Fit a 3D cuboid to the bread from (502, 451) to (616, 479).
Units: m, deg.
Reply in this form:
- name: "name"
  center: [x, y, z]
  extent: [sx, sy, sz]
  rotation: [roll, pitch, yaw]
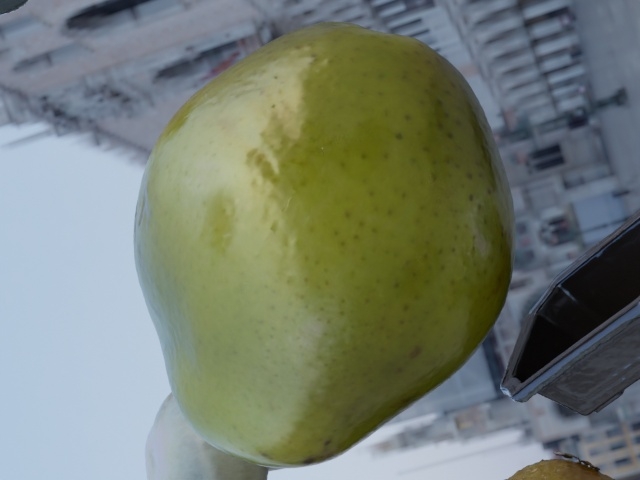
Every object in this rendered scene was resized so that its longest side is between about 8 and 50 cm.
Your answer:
- name: "bread"
  center: [0.308, 0.454, 1.606]
  extent: [0.215, 0.398, 0.398]
  rotation: [-36, -66, -38]

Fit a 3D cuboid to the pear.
- name: "pear"
  center: [0.000, 0.000, 1.289]
  extent: [0.362, 0.362, 0.418]
  rotation: [18, -92, -76]

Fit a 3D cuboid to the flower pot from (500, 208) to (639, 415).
- name: "flower pot"
  center: [0.282, 0.068, 1.264]
  extent: [0.084, 0.251, 0.179]
  rotation: [37, -135, -7]

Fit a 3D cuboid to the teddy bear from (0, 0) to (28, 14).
- name: "teddy bear"
  center: [-0.420, -0.341, 1.543]
  extent: [0.251, 0.171, 0.144]
  rotation: [36, 160, 46]

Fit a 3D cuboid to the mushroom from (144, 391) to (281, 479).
- name: "mushroom"
  center: [-0.135, 0.322, 2.036]
  extent: [0.260, 0.234, 0.254]
  rotation: [-166, 77, -67]
